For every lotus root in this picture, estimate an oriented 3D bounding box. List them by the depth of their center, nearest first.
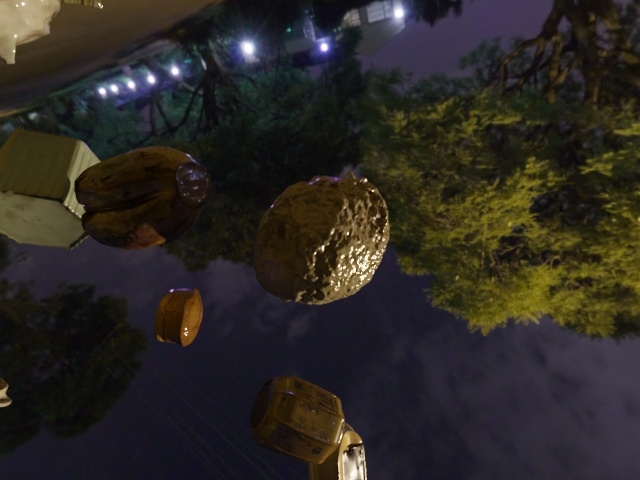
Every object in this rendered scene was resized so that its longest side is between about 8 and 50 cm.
[{"bbox_3d":[-0.336,-0.075,0.769,0.291,0.193,0.193,-9,-149,23],"label":"lotus root"}]

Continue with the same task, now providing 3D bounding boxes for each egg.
[{"bbox_3d":[0.000,0.000,0.854,0.310,0.279,0.279,-47,-143,-10],"label":"egg"}]

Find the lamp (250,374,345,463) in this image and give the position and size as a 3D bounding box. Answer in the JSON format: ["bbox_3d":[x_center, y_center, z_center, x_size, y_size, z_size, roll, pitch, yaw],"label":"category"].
[{"bbox_3d":[-0.049,0.386,0.875,0.161,0.185,0.161,-53,-161,27],"label":"lamp"}]

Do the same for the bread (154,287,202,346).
[{"bbox_3d":[-0.516,0.279,1.501,0.143,0.195,0.269,6,-170,-5],"label":"bread"}]

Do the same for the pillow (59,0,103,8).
[{"bbox_3d":[-0.524,-0.507,0.750,0.204,0.113,0.038,-13,-157,-37],"label":"pillow"}]

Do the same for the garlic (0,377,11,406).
[{"bbox_3d":[-0.364,0.106,0.237,0.281,0.203,0.184,21,-105,34],"label":"garlic"}]

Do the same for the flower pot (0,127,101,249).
[{"bbox_3d":[-0.631,-0.112,0.934,0.240,0.209,0.189,7,-124,-22],"label":"flower pot"}]

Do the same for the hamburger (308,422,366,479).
[{"bbox_3d":[0.038,0.556,0.991,0.116,0.210,0.173,-7,177,36],"label":"hamburger"}]

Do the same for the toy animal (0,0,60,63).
[{"bbox_3d":[-0.373,-0.273,0.421,0.188,0.307,0.266,-46,162,25],"label":"toy animal"}]
